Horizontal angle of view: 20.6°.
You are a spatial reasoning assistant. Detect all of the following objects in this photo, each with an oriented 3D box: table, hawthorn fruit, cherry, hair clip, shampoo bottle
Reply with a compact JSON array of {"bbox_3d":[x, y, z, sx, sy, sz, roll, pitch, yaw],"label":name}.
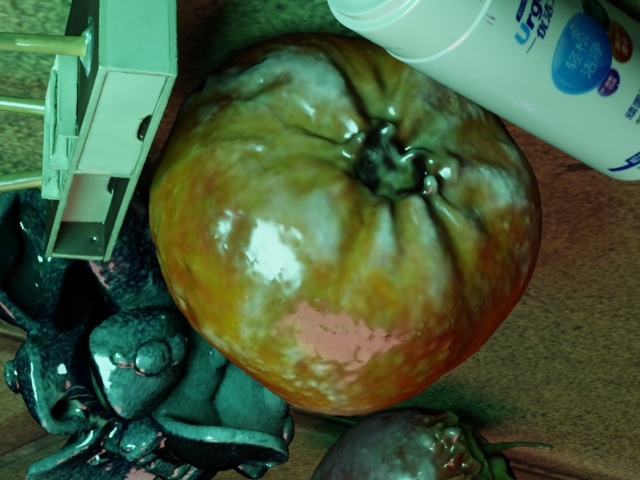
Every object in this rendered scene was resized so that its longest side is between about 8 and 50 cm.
[{"bbox_3d":[-0.155,-0.093,1.000,0.111,0.122,0.240,4,154,-14],"label":"table"},{"bbox_3d":[0.000,0.000,1.103,0.241,0.242,0.272,6,157,-17],"label":"hawthorn fruit"},{"bbox_3d":[0.082,0.257,1.730,0.249,0.175,0.192,-19,162,38],"label":"cherry"},{"bbox_3d":[-0.123,0.083,1.283,0.194,0.206,0.310,-19,149,26],"label":"hair clip"},{"bbox_3d":[0.099,-0.123,0.988,0.092,0.092,0.303,-21,148,37],"label":"shampoo bottle"}]
